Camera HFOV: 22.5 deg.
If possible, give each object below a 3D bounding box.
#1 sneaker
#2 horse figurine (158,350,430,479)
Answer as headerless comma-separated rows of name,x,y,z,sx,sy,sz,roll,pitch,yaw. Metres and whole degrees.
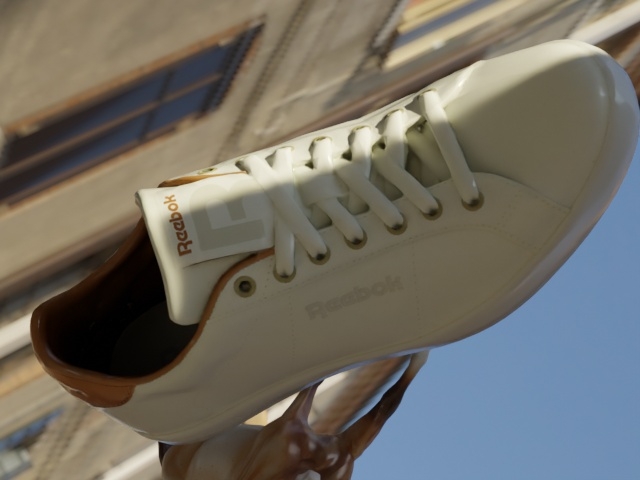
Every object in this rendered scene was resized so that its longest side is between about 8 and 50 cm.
sneaker,0.000,0.000,0.698,0.290,0.123,0.106,-33,-122,17
horse figurine,-0.034,0.111,0.927,0.066,0.174,0.263,39,-20,-23
